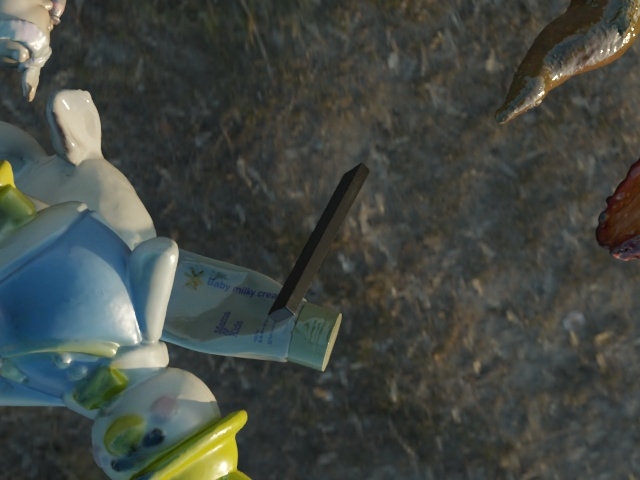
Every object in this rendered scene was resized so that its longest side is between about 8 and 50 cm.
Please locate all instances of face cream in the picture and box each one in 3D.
[{"bbox_3d":[-0.093,0.084,1.616,0.224,0.114,0.070,18,157,7],"label":"face cream"}]

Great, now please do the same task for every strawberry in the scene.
[{"bbox_3d":[0.383,-0.049,1.370,0.111,0.190,0.236,33,123,-20],"label":"strawberry"}]

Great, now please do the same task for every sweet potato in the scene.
[{"bbox_3d":[0.211,-0.161,1.123,0.226,0.068,0.068,-51,124,-17],"label":"sweet potato"}]

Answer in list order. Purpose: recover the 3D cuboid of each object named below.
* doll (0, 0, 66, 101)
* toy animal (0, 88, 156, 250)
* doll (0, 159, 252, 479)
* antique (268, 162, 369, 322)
[{"bbox_3d":[-0.240,-0.178,1.146,0.084,0.073,0.127,-22,96,-22],"label":"doll"},{"bbox_3d":[-0.221,-0.012,1.114,0.127,0.193,0.178,-16,124,26],"label":"toy animal"},{"bbox_3d":[-0.121,0.067,0.788,0.135,0.099,0.241,-37,89,-13],"label":"doll"},{"bbox_3d":[0.000,0.000,1.351,0.015,0.192,0.031,40,143,-16],"label":"antique"}]
